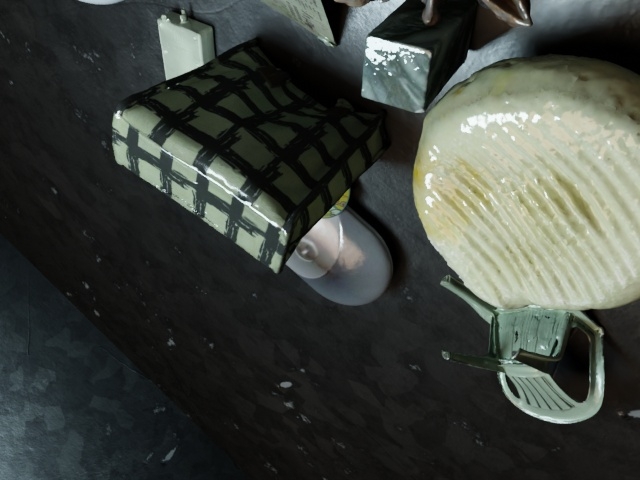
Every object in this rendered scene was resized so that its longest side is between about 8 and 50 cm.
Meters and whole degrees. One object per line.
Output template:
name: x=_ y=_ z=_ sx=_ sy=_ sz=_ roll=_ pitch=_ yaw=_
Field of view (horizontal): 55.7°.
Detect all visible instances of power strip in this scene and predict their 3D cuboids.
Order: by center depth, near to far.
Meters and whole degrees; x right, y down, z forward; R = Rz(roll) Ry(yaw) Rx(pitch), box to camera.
power strip: x=-0.254 y=-0.287 z=1.211 sx=0.106 sy=0.043 sz=0.367 roll=26 pitch=141 yaw=19

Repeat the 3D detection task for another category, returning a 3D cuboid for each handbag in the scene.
handbag: x=-0.098 y=-0.157 z=0.970 sx=0.325 sy=0.327 sz=0.162 roll=35 pitch=144 yaw=10

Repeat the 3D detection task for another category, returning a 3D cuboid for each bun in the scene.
bun: x=0.305 y=-0.080 z=0.779 sx=0.365 sy=0.219 sz=0.365 roll=22 pitch=138 yaw=22

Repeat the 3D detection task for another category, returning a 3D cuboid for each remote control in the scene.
remote control: x=0.000 y=0.000 z=1.222 sx=0.332 sy=0.103 sz=0.221 roll=40 pitch=136 yaw=-1

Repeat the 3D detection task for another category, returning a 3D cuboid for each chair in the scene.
chair: x=0.350 y=0.187 z=1.043 sx=0.275 sy=0.190 sz=0.203 roll=29 pitch=153 yaw=-34

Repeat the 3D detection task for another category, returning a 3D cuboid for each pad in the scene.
pad: x=-0.060 y=-0.362 z=0.858 sx=0.159 sy=0.009 sz=0.265 roll=35 pitch=-179 yaw=10

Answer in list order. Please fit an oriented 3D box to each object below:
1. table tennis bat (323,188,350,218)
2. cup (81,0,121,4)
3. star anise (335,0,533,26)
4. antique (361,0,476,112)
table tennis bat: x=0.003 y=-0.117 z=1.122 sx=0.100 sy=0.019 sz=0.155 roll=-7 pitch=98 yaw=7
cup: x=-0.237 y=-0.455 z=0.801 sx=0.212 sy=0.317 sz=0.212 roll=23 pitch=139 yaw=22
star anise: x=0.134 y=-0.354 z=0.729 sx=0.257 sy=0.110 sz=0.198 roll=8 pitch=90 yaw=22
antique: x=0.133 y=-0.253 z=0.787 sx=0.088 sy=0.183 sz=0.086 roll=21 pitch=137 yaw=20
